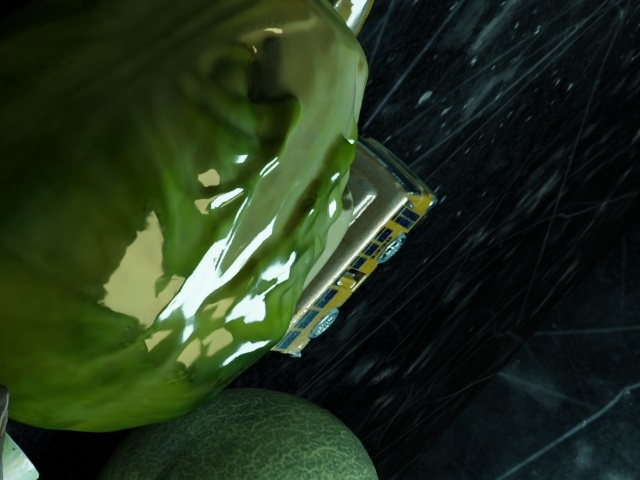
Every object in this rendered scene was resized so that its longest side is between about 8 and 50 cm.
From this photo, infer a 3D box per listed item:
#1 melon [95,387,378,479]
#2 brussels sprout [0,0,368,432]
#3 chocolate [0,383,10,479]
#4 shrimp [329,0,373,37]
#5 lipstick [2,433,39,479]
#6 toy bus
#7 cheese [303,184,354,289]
[{"bbox_3d":[-0.076,0.247,1.438,0.237,0.237,0.302,-54,157,20],"label":"melon"},{"bbox_3d":[-0.089,-0.034,0.823,0.271,0.210,0.219,-46,144,-4],"label":"brussels sprout"},{"bbox_3d":[-0.196,0.156,0.760,0.254,0.080,0.157,125,-28,-71],"label":"chocolate"},{"bbox_3d":[-0.033,-0.140,1.005,0.173,0.058,0.253,-25,155,-34],"label":"shrimp"},{"bbox_3d":[-0.322,0.232,1.078,0.304,0.076,0.076,-42,163,-18],"label":"lipstick"},{"bbox_3d":[0.000,0.000,1.330,0.182,0.091,0.103,-48,164,6],"label":"toy bus"},{"bbox_3d":[-0.056,0.000,1.191,0.175,0.091,0.202,-57,163,26],"label":"cheese"}]
